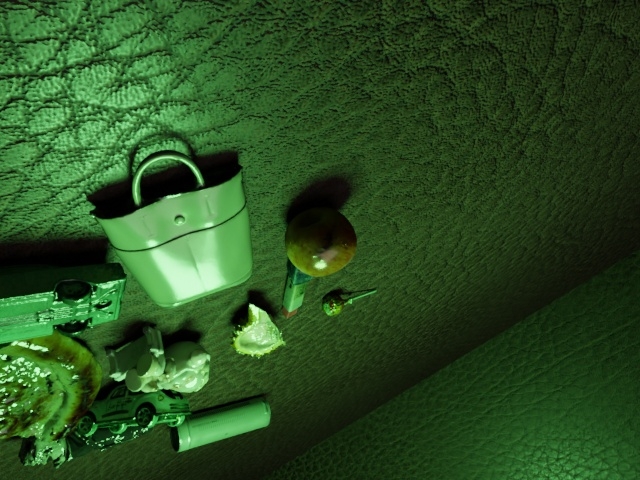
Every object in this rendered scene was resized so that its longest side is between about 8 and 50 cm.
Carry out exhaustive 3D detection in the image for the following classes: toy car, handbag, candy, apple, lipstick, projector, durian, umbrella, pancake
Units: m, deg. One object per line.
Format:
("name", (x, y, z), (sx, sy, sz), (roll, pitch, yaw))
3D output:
("toy car", (-0.486, 0.104, 0.805), (0.320, 0.097, 0.141), (-6, 145, -33))
("handbag", (-0.234, -0.033, 0.842), (0.241, 0.109, 0.316), (-21, 136, -13))
("candy", (0.087, 0.165, 1.420), (0.200, 0.060, 0.060), (-12, 148, -39))
("apple", (0.000, 0.000, 0.995), (0.146, 0.147, 0.146), (-20, 150, -12))
("lipstick", (-0.056, 0.107, 1.202), (0.051, 0.051, 0.312), (-17, 150, -21))
("projector", (-0.341, 0.629, 1.733), (0.337, 0.108, 0.108), (-3, 143, -35))
("durian", (-0.163, 0.208, 1.257), (0.140, 0.078, 0.224), (-8, 136, -8))
("umbrella", (-0.622, 0.547, 1.378), (0.113, 0.106, 0.357), (-23, 160, 35))
("toy car", (-0.482, 0.424, 1.286), (0.305, 0.125, 0.136), (-11, 159, 17))
("pancake", (-0.604, 0.312, 1.028), (0.304, 0.067, 0.427), (-7, 137, -41))

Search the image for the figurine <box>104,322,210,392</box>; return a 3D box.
("figurine", (-0.361, 0.296, 1.185), (0.182, 0.144, 0.256), (-50, 146, -2))
